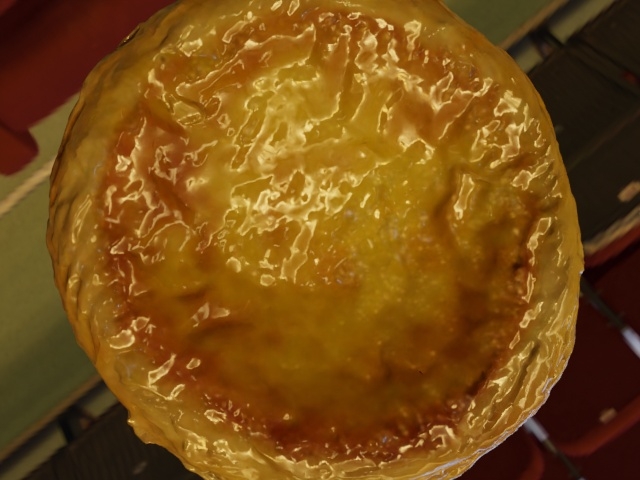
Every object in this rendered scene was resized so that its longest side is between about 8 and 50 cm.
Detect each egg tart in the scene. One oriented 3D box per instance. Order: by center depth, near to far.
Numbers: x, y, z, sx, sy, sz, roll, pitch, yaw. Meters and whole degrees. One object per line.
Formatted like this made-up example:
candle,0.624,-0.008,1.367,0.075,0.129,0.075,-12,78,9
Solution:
egg tart,0.000,0.000,0.640,0.319,0.319,0.128,-29,-179,-8
